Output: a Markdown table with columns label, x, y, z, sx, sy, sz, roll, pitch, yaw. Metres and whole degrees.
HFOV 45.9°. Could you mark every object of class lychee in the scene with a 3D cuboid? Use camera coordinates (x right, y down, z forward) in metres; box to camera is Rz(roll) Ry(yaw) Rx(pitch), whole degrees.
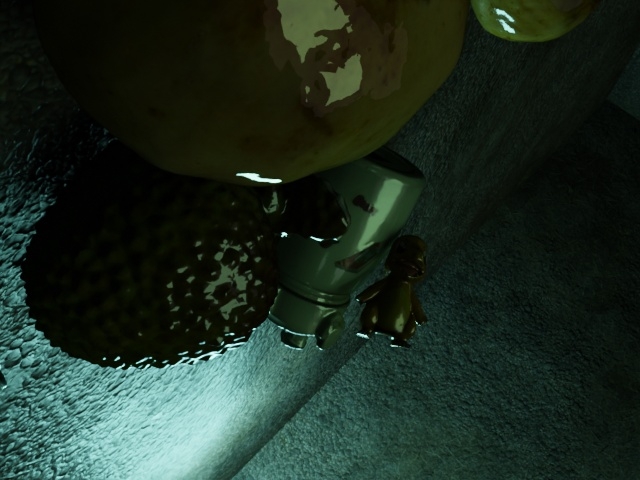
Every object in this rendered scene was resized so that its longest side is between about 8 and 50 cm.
| label | x | y | z | sx | sy | sz | roll | pitch | yaw |
| --- | --- | --- | --- | --- | --- | --- | --- | --- | --- |
| lychee | -0.156 | 0.009 | 0.812 | 0.320 | 0.270 | 0.270 | -51 | 163 | -6 |

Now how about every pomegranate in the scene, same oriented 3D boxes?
| label | x | y | z | sx | sy | sz | roll | pitch | yaw |
| --- | --- | --- | --- | --- | --- | --- | --- | --- | --- |
| pomegranate | 0.332 | -0.428 | 1.187 | 0.248 | 0.248 | 0.248 | -44 | 162 | -18 |
| pomegranate | -0.052 | -0.202 | 0.593 | 0.338 | 0.338 | 0.338 | -44 | 162 | -18 |

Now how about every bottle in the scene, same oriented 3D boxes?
| label | x | y | z | sx | sy | sz | roll | pitch | yaw |
| --- | --- | --- | --- | --- | --- | --- | --- | --- | --- |
| bottle | 0.000 | 0.000 | 1.234 | 0.229 | 0.229 | 0.352 | -14 | 134 | -62 |

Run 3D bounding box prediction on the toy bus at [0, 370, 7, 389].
| label | x | y | z | sx | sy | sz | roll | pitch | yaw |
| --- | --- | --- | --- | --- | --- | --- | --- | --- | --- |
| toy bus | -0.386 | 0.081 | 0.652 | 0.119 | 0.121 | 0.265 | -36 | 160 | -12 |

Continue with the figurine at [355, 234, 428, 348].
| label | x | y | z | sx | sy | sz | roll | pitch | yaw |
| --- | --- | --- | --- | --- | --- | --- | --- | --- | --- |
| figurine | 0.117 | 0.074 | 1.188 | 0.122 | 0.121 | 0.176 | -118 | -131 | -79 |
